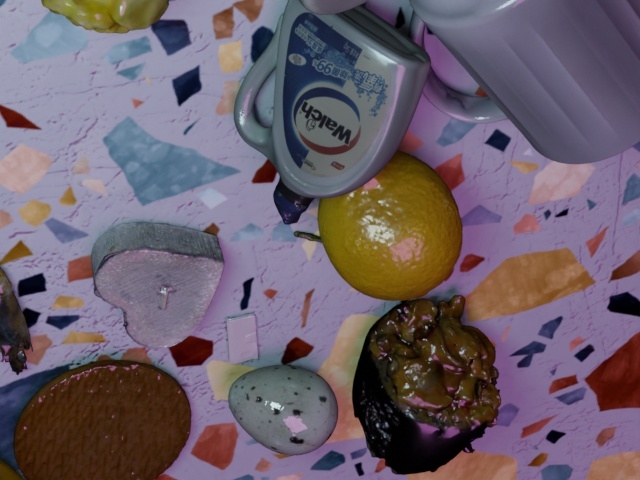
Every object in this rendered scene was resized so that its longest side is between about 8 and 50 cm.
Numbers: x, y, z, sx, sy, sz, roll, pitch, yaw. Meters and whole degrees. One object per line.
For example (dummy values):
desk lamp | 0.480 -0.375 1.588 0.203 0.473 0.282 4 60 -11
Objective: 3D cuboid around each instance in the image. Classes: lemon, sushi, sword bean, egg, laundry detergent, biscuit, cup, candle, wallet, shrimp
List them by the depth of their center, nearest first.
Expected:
cup | 0.238 -0.267 1.841 0.323 0.237 0.327 -17 139 33
laundry detergent | -0.005 -0.152 1.847 0.105 0.215 0.280 -30 153 -58
shrimp | -0.460 0.101 1.947 0.150 0.051 0.217 -22 123 0
lemon | 0.092 -0.021 1.977 0.187 0.187 0.244 -29 121 2
candle | -0.206 0.049 1.988 0.168 0.068 0.192 -25 132 2
sword bean | 0.000 0.000 2.068 0.083 0.012 0.012 18 117 -29
wallet | -0.111 0.139 2.130 0.044 0.011 0.083 -12 128 -13
biscuit | -0.309 0.267 2.133 0.262 0.037 0.262 -10 128 -13
egg | -0.054 0.239 2.158 0.164 0.131 0.131 23 116 -10
sushi | 0.160 0.206 2.182 0.200 0.213 0.204 -17 148 -38

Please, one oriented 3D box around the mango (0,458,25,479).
mango | -0.467 0.371 2.115 0.137 0.098 0.195 -13 122 -8

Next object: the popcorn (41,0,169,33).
popcorn | -0.230 -0.345 1.611 0.255 0.195 0.256 6 123 -13

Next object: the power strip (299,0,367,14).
power strip | 0.073 -0.411 1.587 0.357 0.161 0.357 -37 170 -7
